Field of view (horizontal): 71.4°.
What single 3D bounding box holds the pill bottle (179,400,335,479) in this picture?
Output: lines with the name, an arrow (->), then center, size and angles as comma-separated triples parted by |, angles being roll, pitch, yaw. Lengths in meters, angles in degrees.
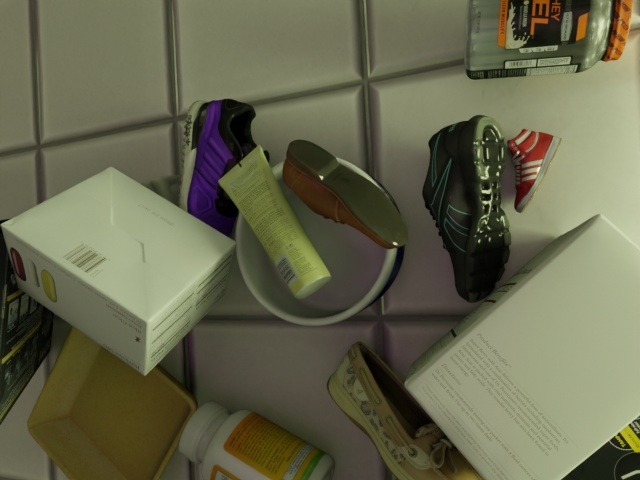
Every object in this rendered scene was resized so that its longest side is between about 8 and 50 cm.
pill bottle -> -0.111, 0.374, 0.754 | 0.246, 0.136, 0.136 | 21, 98, 21

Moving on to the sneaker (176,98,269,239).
sneaker -> -0.163, -0.112, 0.794 | 0.146, 0.102, 0.293 | 0, 90, 21

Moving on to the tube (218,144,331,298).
tube -> -0.068, -0.028, 0.672 | 0.070, 0.062, 0.240 | -25, 70, -24

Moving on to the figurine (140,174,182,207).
figurine -> -0.324, -0.003, 0.876 | 0.215, 0.092, 0.209 | -15, 92, 20

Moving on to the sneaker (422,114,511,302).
sneaker -> 0.214, -0.043, 0.661 | 0.106, 0.101, 0.267 | 6, 101, 52

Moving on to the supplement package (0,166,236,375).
supplement package -> -0.308, 0.039, 0.710 | 0.262, 0.204, 0.145 | 30, 133, 10

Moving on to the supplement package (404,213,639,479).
supplement package -> 0.275, 0.140, 0.554 | 0.293, 0.175, 0.177 | -43, 75, 6

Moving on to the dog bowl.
dog bowl -> 0.000, 0.000, 0.727 | 0.265, 0.104, 0.265 | 0, 90, 22

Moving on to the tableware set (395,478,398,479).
tableware set -> 0.203, 0.356, 0.679 | 0.128, 0.039, 0.194 | 33, 102, 19

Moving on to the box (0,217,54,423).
box -> -0.579, 0.122, 0.834 | 0.097, 0.395, 0.318 | 5, 95, -20

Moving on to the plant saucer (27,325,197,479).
plant saucer -> -0.412, 0.349, 0.907 | 0.333, 0.081, 0.333 | 34, 101, 19

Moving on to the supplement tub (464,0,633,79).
supplement tub -> 0.297, -0.283, 0.600 | 0.190, 0.117, 0.117 | 3, 91, 22

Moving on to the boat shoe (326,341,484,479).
boat shoe -> 0.126, 0.268, 0.651 | 0.285, 0.104, 0.089 | 36, 108, 31

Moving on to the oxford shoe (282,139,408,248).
oxford shoe -> 0.031, -0.053, 0.632 | 0.212, 0.076, 0.076 | 41, 134, 15

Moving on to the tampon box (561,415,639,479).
tampon box -> 0.373, 0.280, 0.577 | 0.161, 0.101, 0.120 | -39, 76, 18

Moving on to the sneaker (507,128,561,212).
sneaker -> 0.289, -0.103, 0.643 | 0.067, 0.042, 0.118 | 25, 92, 16
